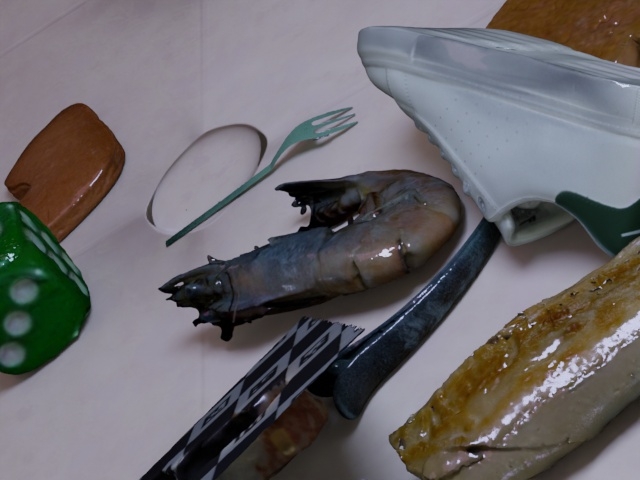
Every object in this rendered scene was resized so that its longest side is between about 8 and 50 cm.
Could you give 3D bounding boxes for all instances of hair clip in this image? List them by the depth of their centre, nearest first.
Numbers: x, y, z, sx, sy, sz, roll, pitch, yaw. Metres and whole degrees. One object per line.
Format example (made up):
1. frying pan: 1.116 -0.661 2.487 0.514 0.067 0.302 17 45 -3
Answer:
1. hair clip: 0.086 0.056 1.650 0.229 0.039 0.070 -43 27 -9

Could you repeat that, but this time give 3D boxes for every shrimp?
1. shrimp: -0.004 -0.007 1.771 0.289 0.075 0.178 -21 26 32

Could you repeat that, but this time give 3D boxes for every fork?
1. fork: -0.066 -0.064 1.946 0.235 0.021 0.039 -34 31 13

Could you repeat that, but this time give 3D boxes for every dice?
1. dice: -0.311 0.046 1.980 0.120 0.128 0.131 -37 32 6

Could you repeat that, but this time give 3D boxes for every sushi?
1. sushi: -0.086 0.205 1.565 0.339 0.069 0.320 -45 6 -7

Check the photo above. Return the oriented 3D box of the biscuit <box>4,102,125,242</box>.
1. biscuit: -0.303 -0.063 2.178 0.186 0.036 0.192 -44 32 1

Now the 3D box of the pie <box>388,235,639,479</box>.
1. pie: 0.184 0.093 1.470 0.282 0.068 0.128 -40 35 3

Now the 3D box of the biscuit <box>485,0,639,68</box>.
1. biscuit: 0.261 -0.198 1.738 0.288 0.044 0.202 -27 37 19

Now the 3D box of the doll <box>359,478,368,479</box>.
1. doll: 0.046 0.227 1.479 0.143 0.057 0.099 -6 72 34

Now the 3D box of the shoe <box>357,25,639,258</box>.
1. shoe: 0.157 -0.084 1.636 0.363 0.131 0.160 22 108 50
